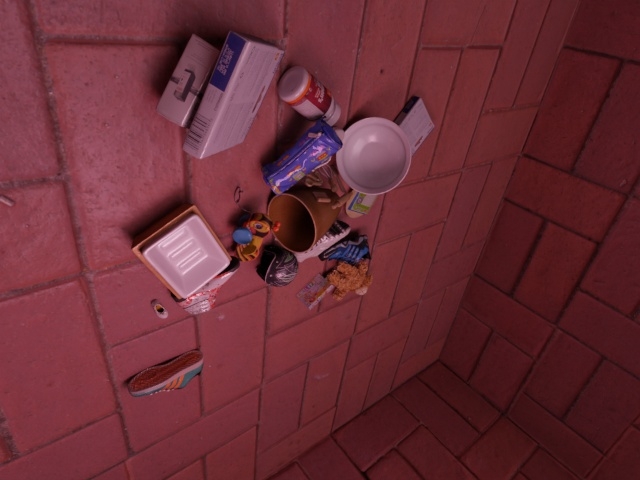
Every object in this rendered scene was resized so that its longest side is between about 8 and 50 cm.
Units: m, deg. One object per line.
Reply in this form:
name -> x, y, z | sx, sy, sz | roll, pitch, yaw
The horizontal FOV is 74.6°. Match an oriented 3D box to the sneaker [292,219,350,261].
sneaker -> 0.000, 0.000, 1.847 | 0.291, 0.110, 0.118 | -24, 143, -19

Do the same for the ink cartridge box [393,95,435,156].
ink cartridge box -> 0.405, -0.497, 1.899 | 0.223, 0.045, 0.224 | -52, 143, 1

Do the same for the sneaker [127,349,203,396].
sneaker -> -0.599, 0.552, 1.662 | 0.302, 0.108, 0.121 | -17, 126, -38

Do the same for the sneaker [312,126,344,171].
sneaker -> 0.015, -0.340, 1.591 | 0.228, 0.092, 0.087 | -42, 139, -14

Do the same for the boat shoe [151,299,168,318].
boat shoe -> -0.574, 0.253, 1.511 | 0.035, 0.035, 0.100 | -33, 138, -22

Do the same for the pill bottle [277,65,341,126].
pill bottle -> -0.031, -0.475, 1.414 | 0.221, 0.121, 0.121 | 22, 102, -51

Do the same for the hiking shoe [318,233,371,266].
hiking shoe -> 0.125, 0.061, 1.964 | 0.303, 0.132, 0.113 | -16, 175, -36

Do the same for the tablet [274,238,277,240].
tablet -> -0.151, -0.032, 1.737 | 0.054, 0.006, 0.083 | 22, 103, -51

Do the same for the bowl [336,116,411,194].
bowl -> 0.215, -0.336, 1.697 | 0.298, 0.297, 0.134 | -61, 175, 11

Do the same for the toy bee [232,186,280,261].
toy bee -> -0.231, -0.029, 1.507 | 0.298, 0.162, 0.196 | 99, 4, -61

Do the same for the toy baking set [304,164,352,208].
toy baking set -> 0.038, -0.219, 1.617 | 0.030, 0.197, 0.256 | -47, 172, 38

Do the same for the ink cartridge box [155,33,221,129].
ink cartridge box -> -0.329, -0.411, 1.136 | 0.218, 0.092, 0.158 | -57, 176, 10

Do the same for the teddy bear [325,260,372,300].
teddy bear -> 0.155, 0.202, 2.147 | 0.245, 0.113, 0.338 | -41, 141, -10

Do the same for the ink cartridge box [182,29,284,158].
ink cartridge box -> -0.236, -0.407, 1.184 | 0.324, 0.071, 0.330 | -59, -177, 22

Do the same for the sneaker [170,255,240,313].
sneaker -> -0.404, 0.169, 1.563 | 0.270, 0.090, 0.145 | -31, 139, -10

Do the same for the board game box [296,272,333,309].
board game box -> -0.028, 0.241, 1.998 | 0.154, 0.103, 0.026 | -44, 141, -11

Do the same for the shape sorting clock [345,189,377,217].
shape sorting clock -> 0.192, -0.194, 1.926 | 0.206, 0.040, 0.206 | -30, 140, -30

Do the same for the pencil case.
pencil case -> -0.068, -0.285, 1.446 | 0.306, 0.119, 0.133 | -36, 167, 17

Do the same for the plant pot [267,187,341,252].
plant pot -> -0.035, -0.107, 1.642 | 0.254, 0.237, 0.237 | -31, 139, -45

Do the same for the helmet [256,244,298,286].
helmet -> -0.169, 0.108, 1.702 | 0.169, 0.161, 0.170 | -26, 135, -29

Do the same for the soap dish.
soap dish -> -0.454, 0.035, 1.392 | 0.229, 0.118, 0.291 | -39, 141, -15
